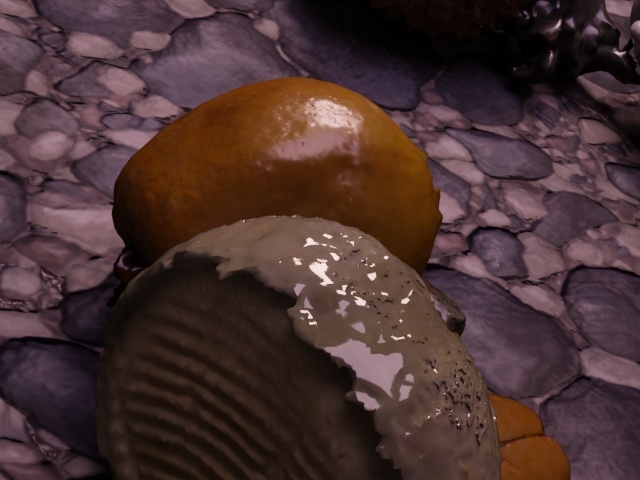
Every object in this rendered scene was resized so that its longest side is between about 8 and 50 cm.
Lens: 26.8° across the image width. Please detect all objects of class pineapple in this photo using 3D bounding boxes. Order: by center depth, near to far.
[{"bbox_3d":[0.175,-0.270,1.316,0.357,0.223,0.223,33,34,-24],"label":"pineapple"}]

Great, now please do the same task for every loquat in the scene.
[{"bbox_3d":[-0.035,-0.007,0.887,0.234,0.176,0.187,-24,84,-4],"label":"loquat"}]

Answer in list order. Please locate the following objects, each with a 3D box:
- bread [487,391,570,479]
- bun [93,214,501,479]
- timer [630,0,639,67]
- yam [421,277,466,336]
[{"bbox_3d":[0.092,0.150,0.873,0.189,0.077,0.114,-12,48,-35],"label":"bread"},{"bbox_3d":[0.001,0.108,0.738,0.152,0.259,0.259,-14,53,-45],"label":"bun"},{"bbox_3d":[0.437,-0.235,1.325,0.315,0.290,0.291,-30,62,-24],"label":"timer"},{"bbox_3d":[0.000,0.000,1.002,0.253,0.061,0.061,41,41,19],"label":"yam"}]
